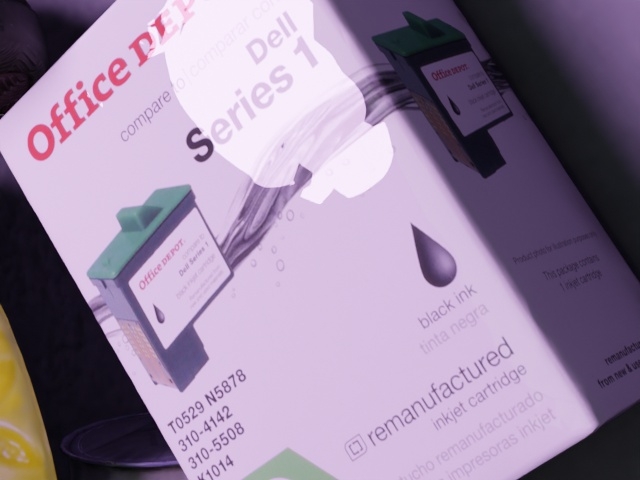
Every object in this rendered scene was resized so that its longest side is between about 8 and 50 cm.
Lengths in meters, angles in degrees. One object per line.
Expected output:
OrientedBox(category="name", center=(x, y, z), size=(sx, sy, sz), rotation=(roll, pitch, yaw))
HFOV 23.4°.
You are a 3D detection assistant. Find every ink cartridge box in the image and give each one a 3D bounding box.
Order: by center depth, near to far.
OrientedBox(category="ink cartridge box", center=(0.000, 0.000, 0.560), size=(0.160, 0.092, 0.219), rotation=(-39, 77, 31))

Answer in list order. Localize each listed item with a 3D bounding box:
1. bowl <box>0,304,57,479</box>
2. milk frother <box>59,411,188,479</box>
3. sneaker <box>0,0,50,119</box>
OrientedBox(category="bowl", center=(-0.231, 0.127, 0.637), size=(0.289, 0.156, 0.290), rotation=(22, 117, 53))
OrientedBox(category="milk frother", center=(-0.027, 0.144, 0.614), size=(0.143, 0.129, 0.135), rotation=(-5, 99, -10))
OrientedBox(category="sneaker", center=(-0.216, -0.110, 0.652), size=(0.281, 0.106, 0.163), rotation=(-13, 84, 49))
